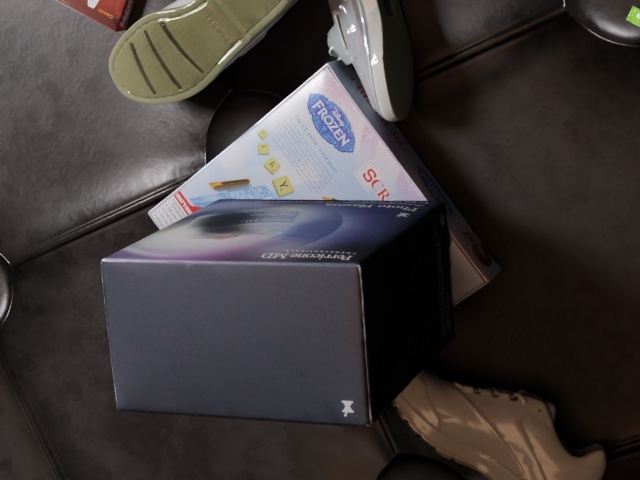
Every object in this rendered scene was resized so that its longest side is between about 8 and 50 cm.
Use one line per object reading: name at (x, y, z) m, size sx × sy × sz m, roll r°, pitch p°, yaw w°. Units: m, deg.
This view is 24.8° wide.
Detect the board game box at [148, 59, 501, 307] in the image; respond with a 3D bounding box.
board game box at (0.000, 0.000, 1.760) m, size 0.318 × 0.066 × 0.319 m, roll -36°, pitch 89°, yaw 26°

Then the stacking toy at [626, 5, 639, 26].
stacking toy at (0.297, -0.321, 1.476) m, size 0.221 × 0.052 × 0.167 m, roll 26°, pitch 112°, yaw 3°

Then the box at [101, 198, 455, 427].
box at (-0.036, 0.066, 1.592) m, size 0.296 × 0.294 × 0.183 m, roll 1°, pitch 105°, yaw 21°

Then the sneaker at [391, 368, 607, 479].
sneaker at (0.207, 0.221, 1.730) m, size 0.297 × 0.111 × 0.129 m, roll 35°, pitch 99°, yaw 6°

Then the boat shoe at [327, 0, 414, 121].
boat shoe at (0.048, -0.245, 1.675) m, size 0.081 × 0.079 × 0.227 m, roll -11°, pitch 94°, yaw 31°

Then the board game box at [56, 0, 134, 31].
board game box at (-0.345, -0.387, 1.822) m, size 0.281 × 0.027 × 0.145 m, roll 28°, pitch 114°, yaw 13°

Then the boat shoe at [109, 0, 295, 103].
boat shoe at (-0.122, -0.256, 1.723) m, size 0.302 × 0.103 × 0.113 m, roll -26°, pitch 100°, yaw 35°
